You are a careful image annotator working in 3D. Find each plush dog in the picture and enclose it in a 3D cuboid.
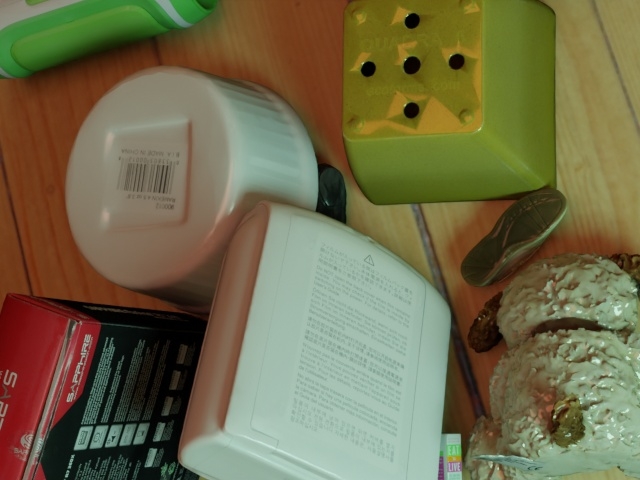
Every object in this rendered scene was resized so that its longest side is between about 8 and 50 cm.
[{"bbox_3d":[0.242,0.115,1.179,0.262,0.210,0.225,-14,55,20],"label":"plush dog"}]

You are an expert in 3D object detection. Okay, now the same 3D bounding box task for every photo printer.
[{"bbox_3d":[0.006,0.117,1.185,0.107,0.256,0.307,-39,32,43],"label":"photo printer"}]

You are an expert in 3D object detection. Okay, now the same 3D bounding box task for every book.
[{"bbox_3d":[0.111,0.270,1.249,0.096,0.035,0.144,-10,78,60],"label":"book"}]

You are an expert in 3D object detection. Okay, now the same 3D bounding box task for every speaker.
[{"bbox_3d":[-0.278,-0.283,1.448,0.297,0.131,0.131,-13,79,19],"label":"speaker"}]

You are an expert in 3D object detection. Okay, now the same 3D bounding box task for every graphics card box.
[{"bbox_3d":[-0.218,0.183,1.235,0.094,0.371,0.232,17,91,22],"label":"graphics card box"}]

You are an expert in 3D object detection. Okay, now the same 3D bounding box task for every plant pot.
[{"bbox_3d":[0.120,-0.156,1.245,0.212,0.187,0.212,-2,83,21],"label":"plant pot"}]

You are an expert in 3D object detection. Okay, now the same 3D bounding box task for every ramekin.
[{"bbox_3d":[-0.153,-0.061,1.343,0.277,0.135,0.277,-6,78,30],"label":"ramekin"}]

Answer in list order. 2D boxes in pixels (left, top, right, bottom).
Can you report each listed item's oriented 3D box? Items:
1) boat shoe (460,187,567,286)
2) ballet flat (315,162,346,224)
[{"bbox_3d":[0.206,-0.002,1.268,0.135,0.045,0.050,-41,64,16],"label":"boat shoe"},{"bbox_3d":[0.000,0.000,1.356,0.057,0.049,0.173,8,86,-21],"label":"ballet flat"}]
